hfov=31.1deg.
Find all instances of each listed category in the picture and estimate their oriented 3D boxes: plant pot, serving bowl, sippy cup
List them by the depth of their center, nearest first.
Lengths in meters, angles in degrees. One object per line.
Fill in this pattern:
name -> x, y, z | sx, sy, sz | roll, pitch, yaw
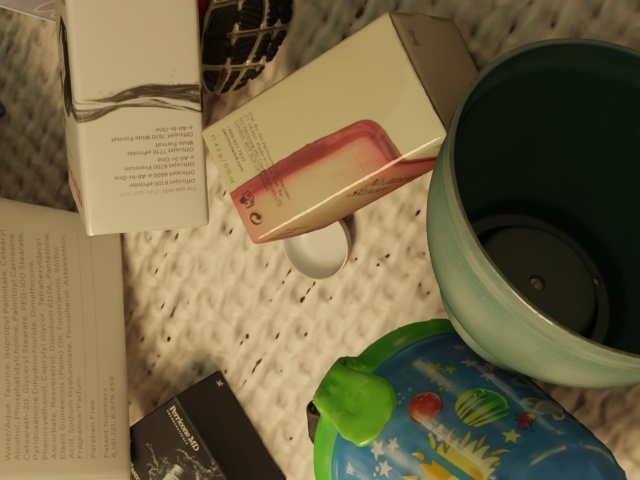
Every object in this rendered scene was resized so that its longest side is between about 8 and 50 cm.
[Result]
plant pot -> 0.212, 0.005, 0.979 | 0.293, 0.293, 0.196 | 48, 149, 12
sippy cup -> 0.145, 0.214, 1.038 | 0.224, 0.305, 0.240 | 27, 119, 58
serving bowl -> 0.000, 0.000, 1.240 | 0.083, 0.027, 0.083 | 9, 108, 31

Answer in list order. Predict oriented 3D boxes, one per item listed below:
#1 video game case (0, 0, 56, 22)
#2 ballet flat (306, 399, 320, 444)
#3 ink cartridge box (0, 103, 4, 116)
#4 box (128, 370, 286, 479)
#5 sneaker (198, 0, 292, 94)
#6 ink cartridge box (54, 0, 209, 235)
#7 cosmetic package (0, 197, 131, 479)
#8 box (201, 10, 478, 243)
video game case -> -0.293, -0.335, 1.254 | 0.201, 0.183, 0.023 | -59, 32, 30
ballet flat -> 0.064, 0.178, 1.227 | 0.203, 0.074, 0.074 | -17, 94, 37
ink cartridge box -> -0.583, -0.165, 1.416 | 0.197, 0.270, 0.198 | -38, 83, 34
box -> -0.154, 0.267, 1.375 | 0.158, 0.093, 0.156 | -37, 83, 33
sneaker -> -0.099, -0.294, 1.195 | 0.118, 0.107, 0.279 | 23, 113, 46
ink cartridge box -> -0.201, -0.182, 1.183 | 0.223, 0.129, 0.307 | -135, 42, -66
cosmetic package -> -0.468, 0.133, 1.302 | 0.329, 0.394, 0.327 | -13, 75, 34
box -> 0.031, -0.105, 1.100 | 0.232, 0.149, 0.126 | -28, 83, 30
